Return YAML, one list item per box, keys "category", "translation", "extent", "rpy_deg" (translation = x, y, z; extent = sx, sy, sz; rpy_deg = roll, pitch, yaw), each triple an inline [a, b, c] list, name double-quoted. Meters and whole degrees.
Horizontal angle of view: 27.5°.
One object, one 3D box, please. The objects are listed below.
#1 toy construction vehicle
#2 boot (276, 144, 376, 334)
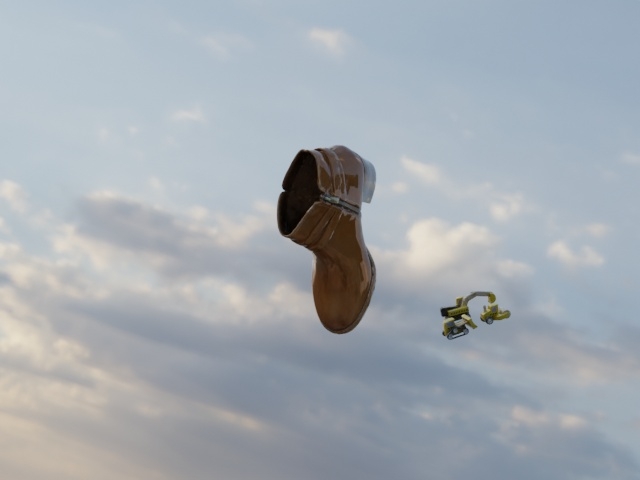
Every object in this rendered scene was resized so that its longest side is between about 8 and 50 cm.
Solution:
- category: "toy construction vehicle"
  translation: [0.206, 0.099, 1.806]
  extent: [0.098, 0.035, 0.086]
  rpy_deg: [-17, 12, -8]
- category: "boot"
  translation: [0.000, 0.000, 1.328]
  extent: [0.073, 0.197, 0.152]
  rpy_deg: [4, 0, 23]
